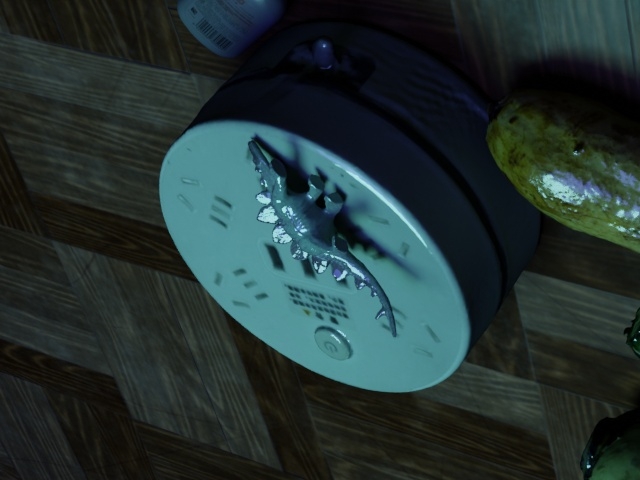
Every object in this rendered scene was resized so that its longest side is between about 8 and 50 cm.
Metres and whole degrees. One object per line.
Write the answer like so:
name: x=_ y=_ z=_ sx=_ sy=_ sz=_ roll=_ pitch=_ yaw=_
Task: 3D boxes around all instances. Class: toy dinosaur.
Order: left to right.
toy dinosaur: x=0.002 y=-0.001 z=1.532 sx=0.209 sy=0.039 sz=0.082 roll=50 pitch=148 yaw=1

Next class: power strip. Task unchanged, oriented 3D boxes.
power strip: x=0.022 y=-0.034 z=1.655 sx=0.357 sy=0.161 sz=0.357 roll=25 pitch=145 yaw=19

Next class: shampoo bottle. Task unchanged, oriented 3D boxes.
shampoo bottle: x=-0.069 y=-0.224 z=1.623 sx=0.080 sy=0.040 sz=0.165 roll=45 pitch=146 yaw=-8

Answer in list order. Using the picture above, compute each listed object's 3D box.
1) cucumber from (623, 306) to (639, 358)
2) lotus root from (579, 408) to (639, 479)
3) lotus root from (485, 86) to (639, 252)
cucumber: x=0.411 y=0.152 z=1.570 sx=0.325 sy=0.105 sz=0.145 roll=36 pitch=147 yaw=-1
lotus root: x=0.392 y=0.259 z=1.668 sx=0.309 sy=0.173 sz=0.173 roll=16 pitch=141 yaw=27
lotus root: x=0.249 y=-0.050 z=1.483 sx=0.258 sy=0.097 sz=0.110 roll=24 pitch=142 yaw=15
